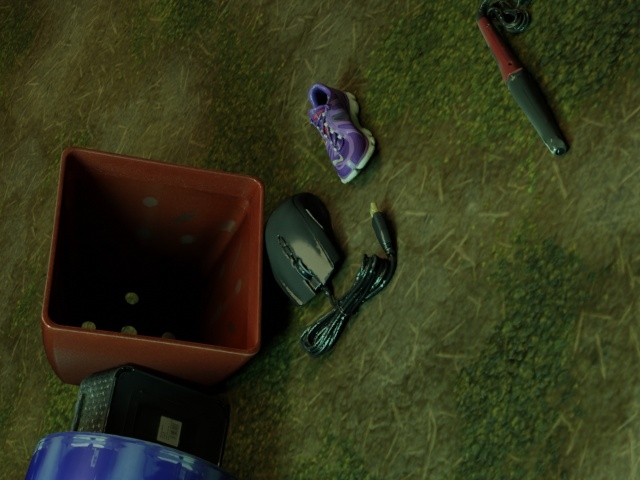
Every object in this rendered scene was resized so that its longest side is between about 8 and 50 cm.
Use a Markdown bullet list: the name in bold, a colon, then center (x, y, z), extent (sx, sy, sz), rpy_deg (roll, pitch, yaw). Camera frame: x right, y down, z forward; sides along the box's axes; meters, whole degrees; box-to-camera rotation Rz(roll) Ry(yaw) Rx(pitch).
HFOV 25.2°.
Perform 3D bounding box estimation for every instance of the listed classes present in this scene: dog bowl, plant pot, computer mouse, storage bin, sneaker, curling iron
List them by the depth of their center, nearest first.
- **curling iron**: center (0.229, -0.196, 1.618), extent (0.068, 0.035, 0.274), rpy_deg (-42, 39, 30)
- **dog bowl**: center (-0.223, 0.320, 1.693), extent (0.265, 0.265, 0.104), rpy_deg (-18, 51, 47)
- **computer mouse**: center (0.000, 0.000, 1.781), extent (0.184, 0.060, 0.262), rpy_deg (-47, 38, 26)
- **storage bin**: center (-0.217, 0.244, 1.809), extent (0.084, 0.180, 0.122), rpy_deg (-19, 54, 48)
- **sneaker**: center (0.017, -0.140, 1.840), extent (0.068, 0.071, 0.170), rpy_deg (-48, 38, 23)
- **plant pot**: center (-0.232, 0.070, 1.872), extent (0.236, 0.267, 0.267), rpy_deg (117, 157, -54)
